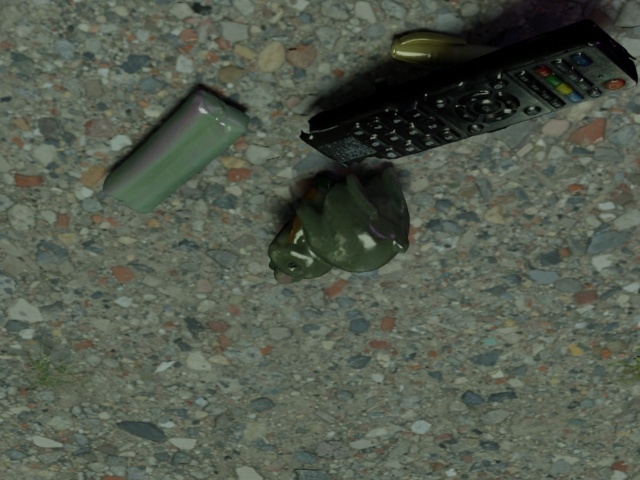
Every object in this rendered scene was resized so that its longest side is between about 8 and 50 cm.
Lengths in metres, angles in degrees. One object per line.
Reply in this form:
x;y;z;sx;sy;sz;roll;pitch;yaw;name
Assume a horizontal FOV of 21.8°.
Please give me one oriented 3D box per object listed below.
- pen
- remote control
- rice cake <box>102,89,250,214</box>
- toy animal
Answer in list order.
0.197;-0.217;1.945;0.233;0.032;0.040;4;127;-8;pen
0.170;-0.168;1.934;0.399;0.062;0.144;-16;153;31;remote control
-0.185;-0.107;2.068;0.080;0.042;0.222;26;135;-31;rice cake
-0.001;0.002;2.145;0.125;0.127;0.251;25;138;-33;toy animal
